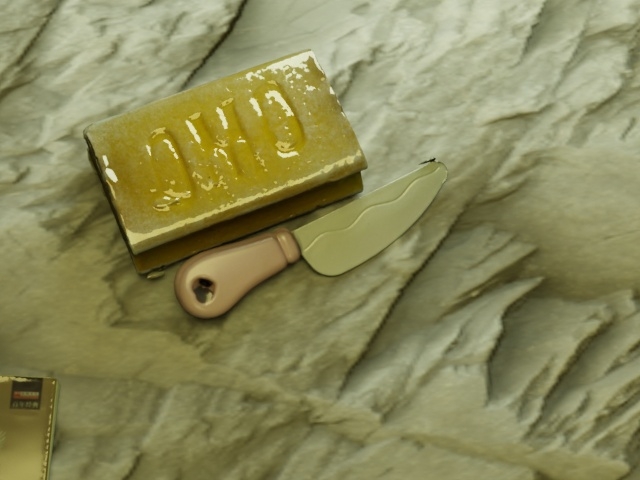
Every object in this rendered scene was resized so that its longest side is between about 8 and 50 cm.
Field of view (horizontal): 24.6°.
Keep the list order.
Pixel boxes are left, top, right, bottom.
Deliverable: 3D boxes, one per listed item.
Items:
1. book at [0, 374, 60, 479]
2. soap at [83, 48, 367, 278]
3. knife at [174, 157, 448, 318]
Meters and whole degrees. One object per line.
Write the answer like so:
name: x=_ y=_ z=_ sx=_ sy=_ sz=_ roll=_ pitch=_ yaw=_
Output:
book: x=-0.387 y=0.285 z=1.487 sx=0.216 sy=0.021 sz=0.310 roll=2 pitch=67 yaw=0
soap: x=-0.104 y=-0.088 z=1.617 sx=0.274 sy=0.089 sz=0.173 roll=-21 pitch=69 yaw=-11
knife: x=0.001 y=0.003 z=1.601 sx=0.335 sy=0.043 sz=0.081 roll=-23 pitch=95 yaw=-12
